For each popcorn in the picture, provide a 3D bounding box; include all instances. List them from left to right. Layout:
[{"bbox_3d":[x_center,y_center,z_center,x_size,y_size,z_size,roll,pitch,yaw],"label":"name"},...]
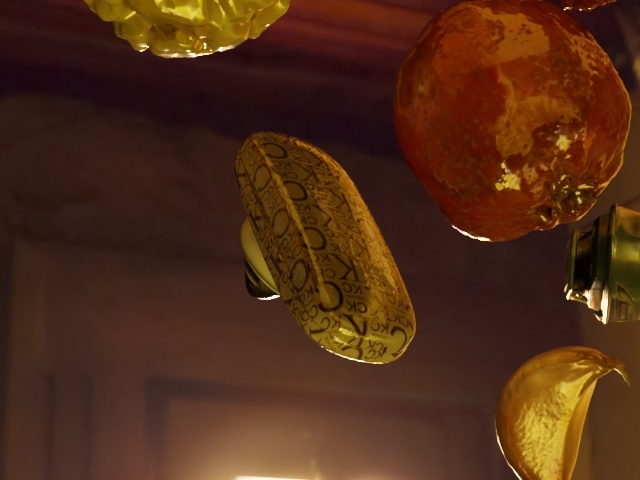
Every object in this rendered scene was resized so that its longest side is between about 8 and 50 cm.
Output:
[{"bbox_3d":[-0.131,-0.300,1.502,0.225,0.249,0.249,-86,10,-75],"label":"popcorn"}]

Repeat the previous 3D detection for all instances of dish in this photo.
[{"bbox_3d":[-0.057,0.037,1.873,0.078,0.141,0.141,-45,38,20],"label":"dish"}]

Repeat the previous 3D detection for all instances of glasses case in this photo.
[{"bbox_3d":[0.000,0.000,1.715,0.085,0.137,0.355,-57,36,27],"label":"glasses case"}]

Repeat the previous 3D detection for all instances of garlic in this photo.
[{"bbox_3d":[0.268,0.188,1.834,0.128,0.115,0.207,-85,12,-57],"label":"garlic"}]

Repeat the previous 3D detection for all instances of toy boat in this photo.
[{"bbox_3d":[0.169,0.011,0.891,0.141,0.060,0.055,51,-136,-75],"label":"toy boat"}]

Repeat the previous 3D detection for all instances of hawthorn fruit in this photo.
[{"bbox_3d":[0.158,-0.126,1.393,0.253,0.205,0.205,59,138,30],"label":"hawthorn fruit"}]

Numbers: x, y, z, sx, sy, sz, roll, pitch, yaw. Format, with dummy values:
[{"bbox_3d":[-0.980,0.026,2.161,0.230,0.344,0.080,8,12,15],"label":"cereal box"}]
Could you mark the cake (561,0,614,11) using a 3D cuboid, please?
[{"bbox_3d":[0.333,-0.341,1.610,0.283,0.177,0.151,-48,-53,-62],"label":"cake"}]
